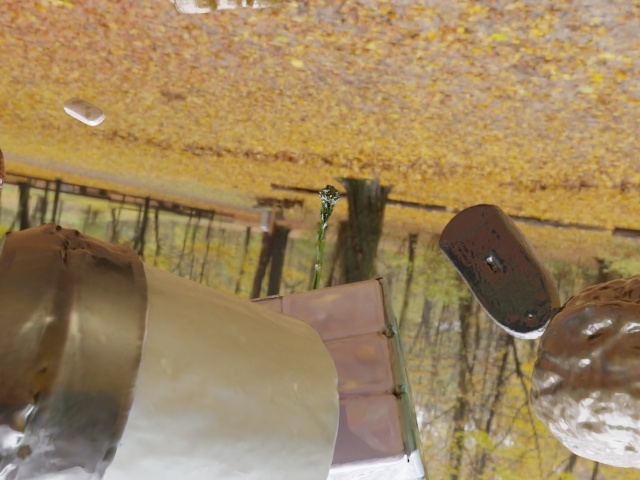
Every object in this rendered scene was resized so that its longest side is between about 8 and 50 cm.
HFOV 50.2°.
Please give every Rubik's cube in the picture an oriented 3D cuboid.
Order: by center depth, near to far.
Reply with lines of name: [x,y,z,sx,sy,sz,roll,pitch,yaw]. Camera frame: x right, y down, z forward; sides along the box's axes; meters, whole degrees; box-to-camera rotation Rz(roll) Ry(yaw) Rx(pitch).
Rubik's cube: [0.003,0.211,0.838,0.221,0.224,0.231,-11,142,7]

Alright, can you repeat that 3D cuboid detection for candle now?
candle: [-0.117,0.135,0.538,0.343,0.221,0.221,25,170,-32]

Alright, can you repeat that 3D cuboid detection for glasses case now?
glasses case: [-0.386,-0.212,1.118,0.083,0.032,0.021,30,148,28]

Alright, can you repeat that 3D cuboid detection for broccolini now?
broccolini: [0.000,0.000,1.314,0.044,0.218,0.042,9,-173,-15]

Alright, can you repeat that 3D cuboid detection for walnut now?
walnut: [0.286,0.108,0.579,0.178,0.178,0.230,9,166,-20]

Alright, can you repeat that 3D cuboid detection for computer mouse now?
computer mouse: [0.331,0.056,1.236,0.086,0.137,0.269,13,-140,-57]

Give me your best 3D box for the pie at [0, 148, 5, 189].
pie: [-0.417,-0.114,0.787,0.036,0.154,0.154,-27,177,2]

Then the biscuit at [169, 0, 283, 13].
biscuit: [-0.181,-0.470,1.252,0.278,0.043,0.301,-26,-142,-34]
